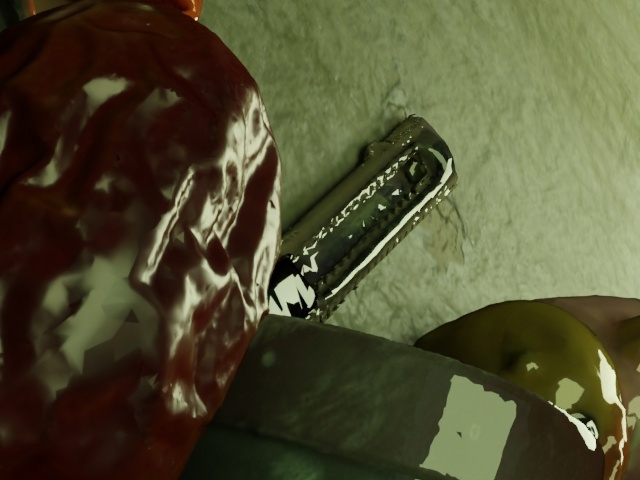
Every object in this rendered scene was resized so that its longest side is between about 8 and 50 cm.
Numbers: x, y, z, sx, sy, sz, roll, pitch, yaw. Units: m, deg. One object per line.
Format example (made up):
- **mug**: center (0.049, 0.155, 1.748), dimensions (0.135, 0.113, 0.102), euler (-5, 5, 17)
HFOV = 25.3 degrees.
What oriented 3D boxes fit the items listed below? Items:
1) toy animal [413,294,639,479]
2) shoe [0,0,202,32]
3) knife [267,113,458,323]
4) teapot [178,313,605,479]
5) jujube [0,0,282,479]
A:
- **toy animal**: center (0.168, 0.112, 0.994), dimensions (0.169, 0.195, 0.281), euler (42, 26, 25)
- **shoe**: center (-0.181, -0.160, 0.650), dimensions (0.336, 0.171, 0.132), euler (32, 55, -41)
- **knife**: center (0.005, -0.001, 0.924), dimensions (0.365, 0.043, 0.089), euler (-39, 109, -50)
- **teapot**: center (0.023, 0.233, 0.695), dimensions (0.315, 0.233, 0.312), euler (23, 73, -13)
- **jujube**: center (-0.107, 0.014, 0.591), dimensions (0.174, 0.174, 0.250), euler (49, 53, -28)
